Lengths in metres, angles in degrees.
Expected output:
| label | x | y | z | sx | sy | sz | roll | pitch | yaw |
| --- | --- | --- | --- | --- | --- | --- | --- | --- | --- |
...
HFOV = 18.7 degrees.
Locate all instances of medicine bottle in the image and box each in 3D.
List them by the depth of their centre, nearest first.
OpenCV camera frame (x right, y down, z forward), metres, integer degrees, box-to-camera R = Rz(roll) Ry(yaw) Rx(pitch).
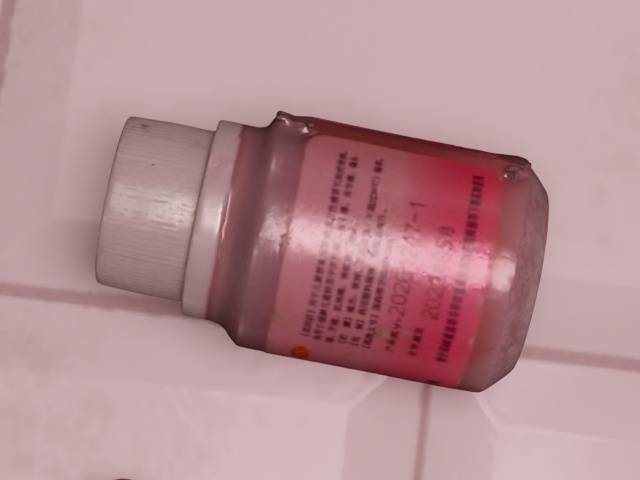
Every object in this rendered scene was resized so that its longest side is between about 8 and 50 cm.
| label | x | y | z | sx | sy | sz | roll | pitch | yaw |
| --- | --- | --- | --- | --- | --- | --- | --- | --- | --- |
| medicine bottle | 0.000 | 0.000 | 1.121 | 0.247 | 0.147 | 0.147 | 11 | 80 | 0 |

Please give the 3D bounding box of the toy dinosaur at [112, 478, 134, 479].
| label | x | y | z | sx | sy | sz | roll | pitch | yaw |
| --- | --- | --- | --- | --- | --- | --- | --- | --- | --- |
| toy dinosaur | -0.044 | 0.199 | 1.083 | 0.152 | 0.194 | 0.177 | -46 | 107 | -1 |
